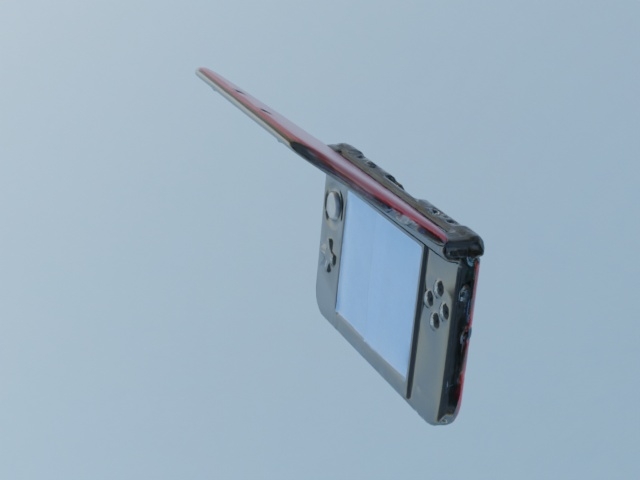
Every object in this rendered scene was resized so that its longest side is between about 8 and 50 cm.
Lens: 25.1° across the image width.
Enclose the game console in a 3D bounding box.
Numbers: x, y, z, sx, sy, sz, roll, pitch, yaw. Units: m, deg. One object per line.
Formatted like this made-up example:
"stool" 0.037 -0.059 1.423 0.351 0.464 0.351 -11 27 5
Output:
"game console" 0.000 0.000 0.615 0.085 0.144 0.124 -2 -70 -21
